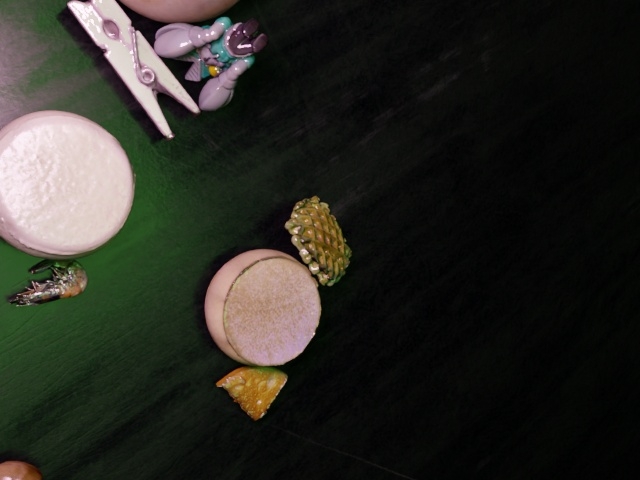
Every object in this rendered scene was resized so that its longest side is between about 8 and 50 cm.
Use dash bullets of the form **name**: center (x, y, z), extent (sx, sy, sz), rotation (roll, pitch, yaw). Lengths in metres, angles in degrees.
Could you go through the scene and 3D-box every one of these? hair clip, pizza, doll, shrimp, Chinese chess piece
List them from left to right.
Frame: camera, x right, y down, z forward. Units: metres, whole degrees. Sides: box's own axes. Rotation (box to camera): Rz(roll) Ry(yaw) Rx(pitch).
- **shrimp**: center (-0.552, 0.084, 1.445), extent (0.161, 0.034, 0.091), rotation (-20, 91, -34)
- **hair clip**: center (-0.379, -0.367, 1.475), extent (0.101, 0.085, 0.331), rotation (-36, 116, -2)
- **doll**: center (-0.234, -0.386, 1.458), extent (0.195, 0.258, 0.153), rotation (43, 57, -2)
- **pizza**: center (-0.154, 0.354, 1.684), extent (0.178, 0.041, 0.131), rotation (-15, 98, -29)
- **Chinese chess piece**: center (-0.130, 0.154, 1.644), extent (0.270, 0.112, 0.270), rotation (-3, 96, -30)

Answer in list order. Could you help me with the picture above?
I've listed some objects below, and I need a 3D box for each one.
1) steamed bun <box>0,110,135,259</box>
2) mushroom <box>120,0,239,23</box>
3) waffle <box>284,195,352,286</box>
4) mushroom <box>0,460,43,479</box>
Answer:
- **steamed bun**: center (-0.504, -0.102, 1.372), extent (0.282, 0.177, 0.283), rotation (0, 91, -28)
- **mushroom**: center (-0.288, -0.622, 1.439), extent (0.362, 0.295, 0.363), rotation (-2, 112, -5)
- **waffle**: center (0.000, 0.000, 1.700), extent (0.214, 0.054, 0.208), rotation (60, 26, -14)
- **mushroom**: center (-0.618, 0.608, 1.389), extent (0.128, 0.128, 0.350), rotation (11, 84, -30)
